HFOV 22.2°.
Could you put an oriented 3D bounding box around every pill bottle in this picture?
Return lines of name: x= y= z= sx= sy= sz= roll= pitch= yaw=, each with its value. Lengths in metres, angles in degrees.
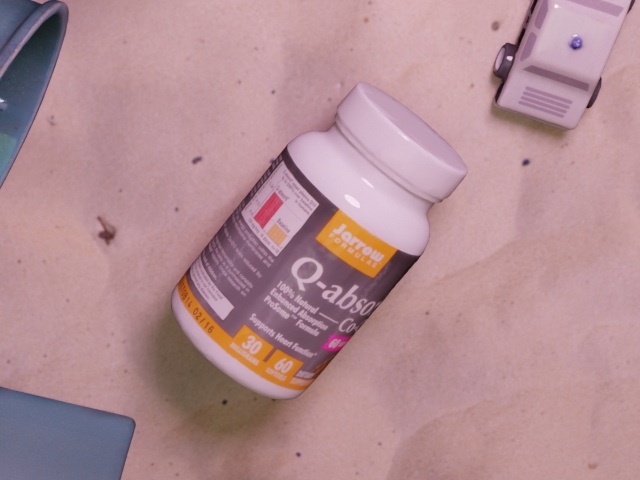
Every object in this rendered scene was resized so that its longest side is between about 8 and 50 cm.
pill bottle: x=0.000 y=0.000 z=1.516 sx=0.162 sy=0.162 sz=0.278 roll=36 pitch=106 yaw=-14

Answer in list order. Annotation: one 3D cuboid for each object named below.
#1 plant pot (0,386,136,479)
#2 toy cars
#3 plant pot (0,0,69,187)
plant pot: x=-0.285 y=0.276 z=1.569 sx=0.166 sy=0.234 sz=0.165 roll=14 pitch=109 yaw=-7
toy cars: x=0.319 y=-0.238 z=1.479 sx=0.394 sy=0.087 sz=0.176 roll=-30 pitch=108 yaw=9
plant pot: x=-0.439 y=-0.128 z=1.383 sx=0.334 sy=0.341 sz=0.341 roll=28 pitch=107 yaw=-3
